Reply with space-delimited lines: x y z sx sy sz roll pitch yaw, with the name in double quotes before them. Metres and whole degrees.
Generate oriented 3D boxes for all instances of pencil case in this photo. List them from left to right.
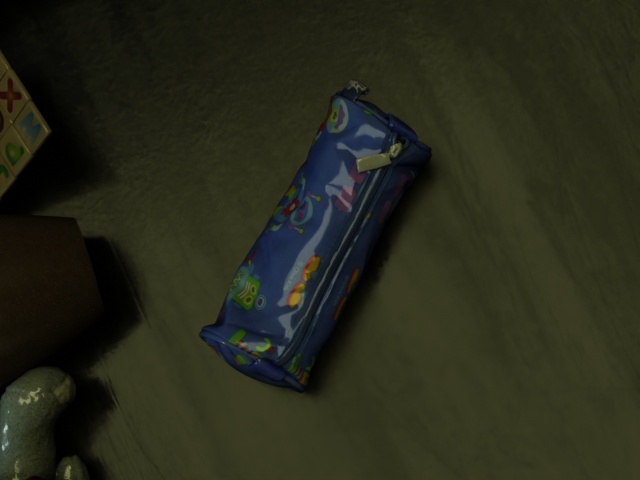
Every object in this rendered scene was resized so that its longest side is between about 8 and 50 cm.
"pencil case" 0.000 0.000 1.529 0.119 0.133 0.306 30 87 -18

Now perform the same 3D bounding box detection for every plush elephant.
"plush elephant" -0.245 0.329 1.450 0.255 0.272 0.330 14 112 23

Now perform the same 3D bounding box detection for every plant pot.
"plant pot" -0.342 0.060 1.545 0.230 0.215 0.215 -17 79 -12

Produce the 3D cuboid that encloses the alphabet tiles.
"alphabet tiles" -0.383 -0.150 1.604 0.237 0.009 0.198 56 132 12
